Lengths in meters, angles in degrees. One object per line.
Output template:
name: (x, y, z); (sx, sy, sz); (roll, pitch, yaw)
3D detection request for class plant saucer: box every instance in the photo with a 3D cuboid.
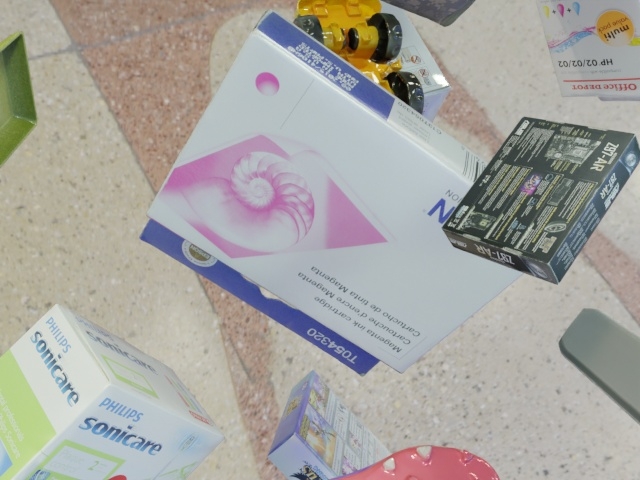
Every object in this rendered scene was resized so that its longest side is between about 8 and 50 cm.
plant saucer: (-0.553, -0.236, 1.153); (0.045, 0.188, 0.188); (9, 40, 0)

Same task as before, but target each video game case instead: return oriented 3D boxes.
video game case: (0.036, 0.355, 1.084); (0.061, 0.269, 0.244); (-41, 93, 10)

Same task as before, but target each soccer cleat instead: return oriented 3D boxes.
soccer cleat: (0.057, 0.264, 0.671); (0.247, 0.095, 0.083); (-8, 55, -17)

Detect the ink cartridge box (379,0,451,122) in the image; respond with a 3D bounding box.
ink cartridge box: (0.077, -0.301, 1.253); (0.130, 0.272, 0.310); (-18, 68, -18)

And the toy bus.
toy bus: (0.026, -0.200, 0.955); (0.149, 0.211, 0.220); (-10, 76, -20)

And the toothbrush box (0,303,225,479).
toothbrush box: (-0.267, 0.230, 0.653); (0.283, 0.206, 0.122); (-46, 55, -7)

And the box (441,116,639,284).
box: (0.112, -0.024, 0.349); (0.067, 0.018, 0.083); (22, 70, 47)

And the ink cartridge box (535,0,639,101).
ink cartridge box: (0.280, -0.199, 0.653); (0.061, 0.104, 0.181); (-42, 121, -24)

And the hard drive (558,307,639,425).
hard drive: (0.341, 0.190, 0.444); (0.353, 0.233, 0.047); (36, 97, -10)

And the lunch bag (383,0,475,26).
lunch bag: (0.130, -0.484, 0.944); (0.235, 0.169, 0.287); (11, 71, -26)

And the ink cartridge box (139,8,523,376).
ink cartridge box: (0.000, 0.000, 0.683); (0.324, 0.330, 0.071); (32, 37, -9)
